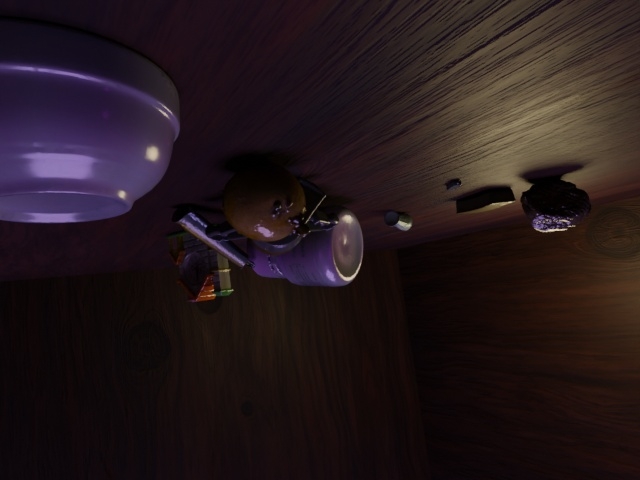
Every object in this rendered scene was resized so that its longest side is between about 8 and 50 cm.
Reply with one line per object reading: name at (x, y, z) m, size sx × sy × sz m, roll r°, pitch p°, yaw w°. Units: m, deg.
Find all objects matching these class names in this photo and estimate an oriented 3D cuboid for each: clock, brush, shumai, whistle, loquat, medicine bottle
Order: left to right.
clock at (-0.428, 0.087, 1.528) m, size 0.220 × 0.255 × 0.106 m, roll -12°, pitch 172°, yaw 32°
whistle at (-0.302, 0.005, 1.257) m, size 0.068 × 0.057 × 0.326 m, roll 12°, pitch 157°, yaw 35°
loquat at (-0.106, -0.074, 0.865) m, size 0.149 × 0.204 × 0.172 m, roll -57°, pitch 175°, yaw 28°
medicine bottle at (-0.051, 0.020, 1.384) m, size 0.325 × 0.256 × 0.256 m, roll -3°, pitch 177°, yaw 32°
brush at (0.609, -0.143, 1.591) m, size 0.123 × 0.059 × 0.197 m, roll -8°, pitch 175°, yaw -23°
shumai at (0.786, -0.113, 1.487) m, size 0.218 × 0.183 × 0.185 m, roll -20°, pitch 173°, yaw -4°

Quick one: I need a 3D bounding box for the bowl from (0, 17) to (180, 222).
bowl at (-0.309, -0.104, 0.493) m, size 0.287 × 0.143 × 0.287 m, roll -6°, pitch 173°, yaw -1°

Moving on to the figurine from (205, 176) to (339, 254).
figurine at (-0.120, -0.047, 1.116) m, size 0.343 × 0.167 × 0.285 m, roll 14°, pitch 163°, yaw -5°

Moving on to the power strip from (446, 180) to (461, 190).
power strip at (0.410, -0.169, 1.309) m, size 0.027 × 0.017 × 0.083 m, roll -8°, pitch 174°, yaw -2°

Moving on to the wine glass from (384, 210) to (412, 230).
wine glass at (0.319, -0.084, 1.743) m, size 0.073 × 0.073 × 0.155 m, roll -11°, pitch 169°, yaw 29°
